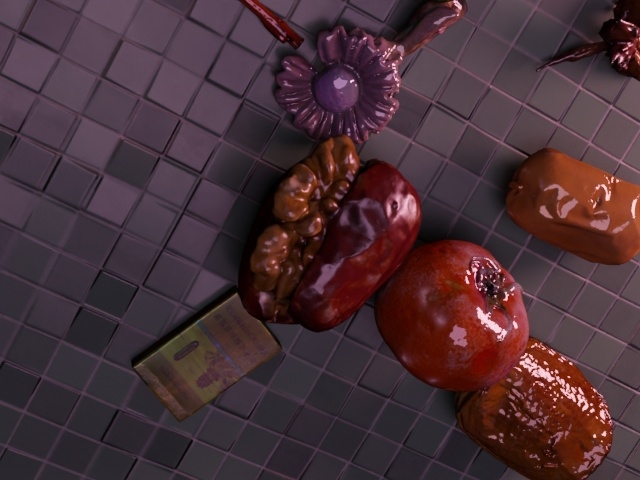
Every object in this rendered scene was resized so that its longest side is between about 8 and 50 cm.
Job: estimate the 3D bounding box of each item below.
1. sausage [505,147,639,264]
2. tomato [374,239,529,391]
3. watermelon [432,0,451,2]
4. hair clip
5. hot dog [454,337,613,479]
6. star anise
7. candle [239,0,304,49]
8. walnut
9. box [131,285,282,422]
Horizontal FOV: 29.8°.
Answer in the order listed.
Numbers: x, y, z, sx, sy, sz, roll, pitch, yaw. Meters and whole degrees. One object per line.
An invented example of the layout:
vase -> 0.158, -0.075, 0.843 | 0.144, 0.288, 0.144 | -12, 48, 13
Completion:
sausage -> 0.385, -0.050, 1.786 | 0.241, 0.120, 0.136 | 25, 91, -18
tomato -> 0.188, 0.115, 1.747 | 0.232, 0.232, 0.188 | 39, 133, -21
watermelon -> 0.134, -0.478, 1.553 | 0.331, 0.189, 0.331 | 1, 118, 1
hair clip -> 0.082, -0.251, 1.680 | 0.300, 0.069, 0.173 | -36, 112, 2
hot dog -> 0.324, 0.264, 1.884 | 0.272, 0.122, 0.196 | 35, 97, -16
star anise -> 0.406, -0.291, 1.749 | 0.140, 0.144, 0.158 | -41, 131, -45
candle -> -0.090, -0.320, 1.645 | 0.167, 0.021, 0.026 | 40, 96, -21
walnut -> 0.000, 0.000, 1.651 | 0.221, 0.244, 0.269 | 25, 80, 24
box -> -0.169, 0.171, 1.795 | 0.193, 0.030, 0.121 | -35, 112, 2
